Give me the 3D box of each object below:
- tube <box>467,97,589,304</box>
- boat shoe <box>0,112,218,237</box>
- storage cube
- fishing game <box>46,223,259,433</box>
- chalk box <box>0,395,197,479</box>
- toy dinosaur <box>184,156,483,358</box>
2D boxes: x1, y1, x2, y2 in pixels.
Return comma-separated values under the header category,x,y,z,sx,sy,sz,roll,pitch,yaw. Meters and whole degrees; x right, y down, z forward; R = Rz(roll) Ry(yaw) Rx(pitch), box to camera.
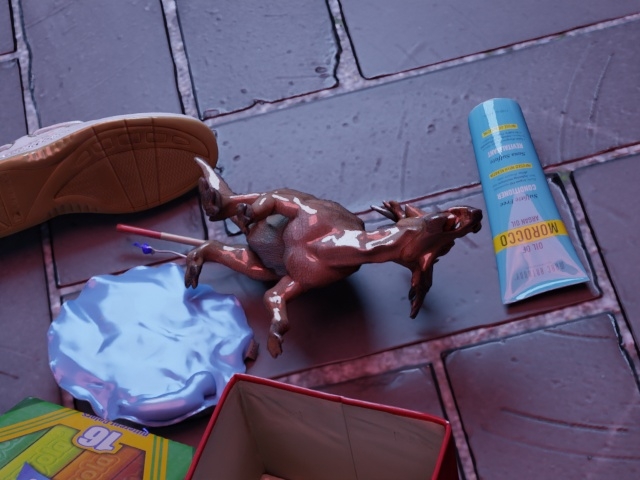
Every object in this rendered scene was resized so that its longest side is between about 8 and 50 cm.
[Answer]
category,x,y,z,sx,sy,sz,roll,pitch,yaw
tube,0.184,-0.037,1.652,0.080,0.052,0.207,-18,57,8
boat shoe,-0.240,-0.076,1.728,0.277,0.098,0.096,-12,23,-8
storage cube,0.000,0.245,1.369,0.183,0.193,0.215,11,54,18
fishing game,-0.152,0.096,1.613,0.189,0.041,0.264,9,49,8
chalk box,-0.228,0.271,1.326,0.180,0.179,0.289,15,26,20
toy dinosaur,0.000,0.000,1.606,0.200,0.127,0.295,-11,23,-31
